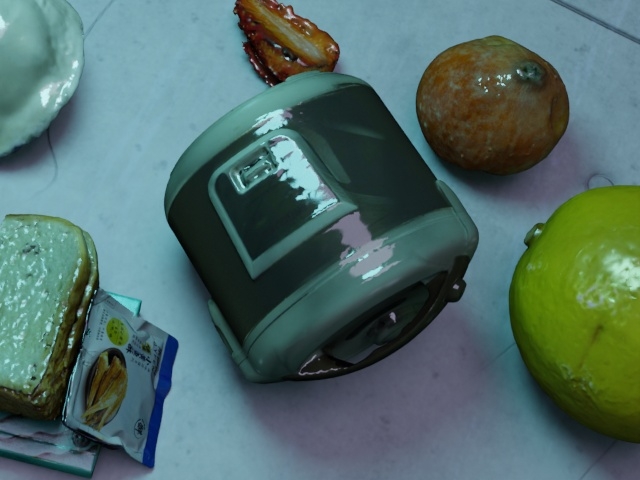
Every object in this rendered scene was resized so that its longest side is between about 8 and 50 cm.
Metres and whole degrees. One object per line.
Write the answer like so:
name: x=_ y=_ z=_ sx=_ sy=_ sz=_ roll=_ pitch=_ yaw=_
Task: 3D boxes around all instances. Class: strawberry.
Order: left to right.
strawberry: x=-0.057 y=-0.287 z=1.594 sx=0.121 sy=0.082 sz=0.188 roll=-23 pitch=63 yaw=-43

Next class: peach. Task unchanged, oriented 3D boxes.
peach: x=0.251 y=-0.198 z=1.543 sx=0.232 sy=0.232 sz=0.233 roll=6 pitch=64 yaw=-12

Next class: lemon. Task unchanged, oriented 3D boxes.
lemon: x=0.407 y=0.090 z=1.399 sx=0.347 sy=0.348 sz=0.348 roll=6 pitch=64 yaw=-12

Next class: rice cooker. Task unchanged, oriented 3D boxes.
rice cooker: x=0.000 y=0.000 z=1.335 sx=0.335 sy=0.335 sz=0.325 roll=-26 pitch=75 yaw=-24

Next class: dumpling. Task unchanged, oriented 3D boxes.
dumpling: x=-0.442 y=-0.215 z=1.427 sx=0.175 sy=0.243 sz=0.227 roll=-9 pitch=84 yaw=-60

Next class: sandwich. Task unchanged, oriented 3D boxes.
sandwich: x=-0.404 y=0.077 z=1.280 sx=0.273 sy=0.095 sz=0.249 roll=6 pitch=60 yaw=8

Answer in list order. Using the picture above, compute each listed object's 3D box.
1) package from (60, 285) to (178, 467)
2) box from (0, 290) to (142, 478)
package: x=-0.233 y=0.165 z=1.300 sx=0.027 sy=0.173 sz=0.171 roll=-10 pitch=59 yaw=30
box: x=-0.324 y=0.158 z=1.328 sx=0.160 sy=0.042 sz=0.227 roll=14 pitch=63 yaw=-6
